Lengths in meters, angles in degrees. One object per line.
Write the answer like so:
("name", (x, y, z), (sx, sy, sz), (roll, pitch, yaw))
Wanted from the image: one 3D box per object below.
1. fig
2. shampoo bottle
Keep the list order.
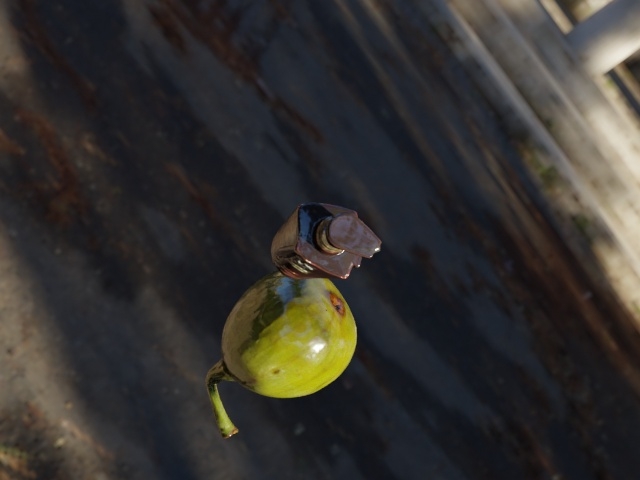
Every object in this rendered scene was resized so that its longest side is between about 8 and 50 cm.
("fig", (-0.051, 0.110, 1.575), (0.148, 0.186, 0.142), (55, 35, -32))
("shampoo bottle", (0.001, 0.002, 1.347), (0.068, 0.067, 0.236), (10, -6, -9))
